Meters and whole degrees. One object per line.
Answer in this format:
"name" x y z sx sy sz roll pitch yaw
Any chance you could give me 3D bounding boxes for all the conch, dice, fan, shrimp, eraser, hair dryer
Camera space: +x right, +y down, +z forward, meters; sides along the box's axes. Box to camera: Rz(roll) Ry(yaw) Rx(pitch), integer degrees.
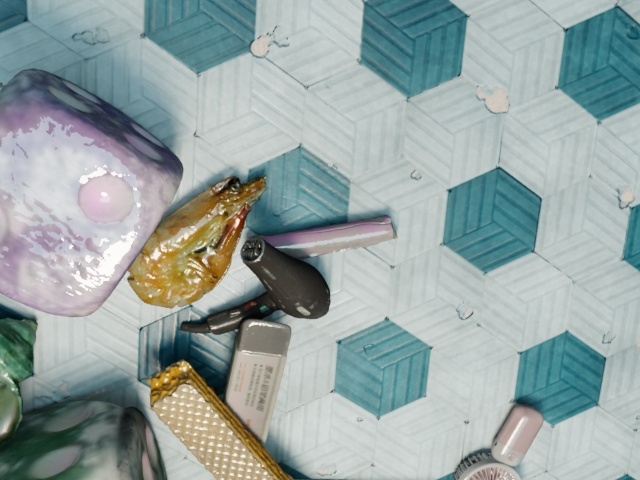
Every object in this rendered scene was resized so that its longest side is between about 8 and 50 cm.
"conch" -0.535 0.212 1.300 0.196 0.134 0.202 39 89 -7
"dice" -0.413 0.471 1.286 0.348 0.328 0.330 -18 107 -4
"fan" 0.340 0.419 1.523 0.130 0.074 0.244 25 99 -14
"shrimp" -0.191 -0.002 1.341 0.294 0.062 0.154 -43 119 6
"dice" -0.378 -0.070 1.179 0.271 0.270 0.270 33 98 -15
"eraser" -0.125 0.278 1.391 0.089 0.061 0.352 10 113 -10
"hair dryer" -0.132 0.105 1.339 0.271 0.091 0.235 -28 143 14

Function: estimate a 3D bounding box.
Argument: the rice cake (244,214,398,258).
"rice cake" 0.000 0.000 1.372 0.269 0.049 0.055 -8 92 -5

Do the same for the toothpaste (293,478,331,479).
"toothpaste" 0.057 0.495 1.503 0.336 0.067 0.081 5 104 -10

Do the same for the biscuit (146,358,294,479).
"biscuit" -0.147 0.361 1.362 0.094 0.054 0.379 -31 110 14
